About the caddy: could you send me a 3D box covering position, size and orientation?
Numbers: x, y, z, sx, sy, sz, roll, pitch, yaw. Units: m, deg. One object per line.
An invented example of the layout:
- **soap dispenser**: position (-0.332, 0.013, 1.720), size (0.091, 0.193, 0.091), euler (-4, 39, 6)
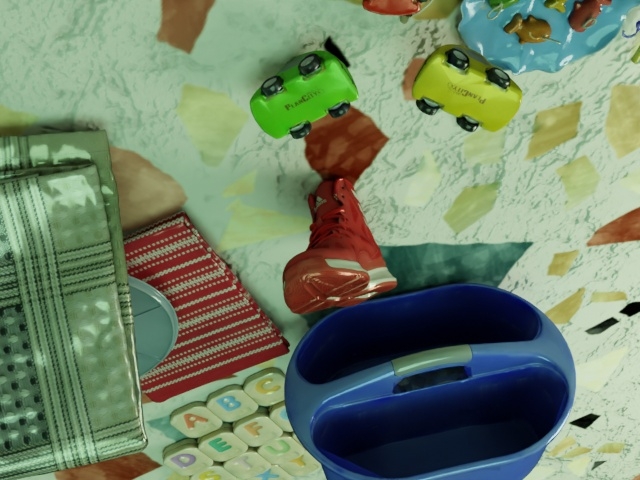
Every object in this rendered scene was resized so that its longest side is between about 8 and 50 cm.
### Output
- **caddy**: position (0.128, 0.181, 1.071), size (0.341, 0.241, 0.179), euler (-11, 142, -5)

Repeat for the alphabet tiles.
- **alphabet tiles**: position (-0.072, 0.280, 1.276), size (0.284, 0.021, 0.278), euler (-25, 137, 11)

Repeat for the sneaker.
- **sneaker**: position (0.000, 0.000, 0.904), size (0.087, 0.128, 0.221), euler (-26, 167, 13)

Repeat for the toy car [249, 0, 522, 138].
- **toy car**: position (0.038, -0.165, 0.803), size (0.225, 0.053, 0.239), euler (-24, 124, 20)

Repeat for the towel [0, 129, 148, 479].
- **towel**: position (-0.328, 0.067, 0.812), size (0.312, 0.056, 0.324), euler (-8, 95, -8)

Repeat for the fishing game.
- **fishing game**: position (0.211, -0.221, 0.815), size (0.264, 0.041, 0.189), euler (8, 133, -21)

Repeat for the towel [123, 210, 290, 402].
- **towel**: position (-0.175, 0.087, 1.034), size (0.198, 0.031, 0.275), euler (-22, 136, 10)

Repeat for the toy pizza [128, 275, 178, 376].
- **toy pizza**: position (-0.256, 0.094, 0.979), size (0.201, 0.032, 0.201), euler (-7, 136, -7)
